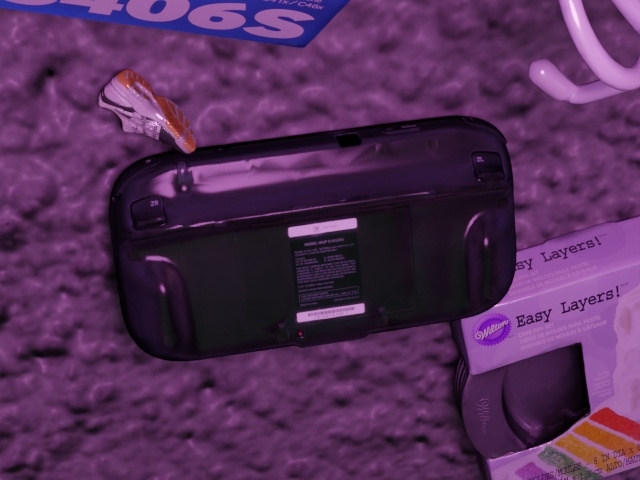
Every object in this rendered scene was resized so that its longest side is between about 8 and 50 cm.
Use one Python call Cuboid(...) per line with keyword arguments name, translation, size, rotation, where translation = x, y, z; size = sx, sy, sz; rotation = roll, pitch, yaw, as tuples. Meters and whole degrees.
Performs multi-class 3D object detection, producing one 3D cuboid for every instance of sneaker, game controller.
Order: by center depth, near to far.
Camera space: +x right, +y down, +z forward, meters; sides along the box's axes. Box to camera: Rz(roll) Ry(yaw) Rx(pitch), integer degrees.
Cuboid(name="sneaker", translation=(-0.128, -0.090, 1.067), size=(0.037, 0.032, 0.083), rotation=(-33, 121, 24))
Cuboid(name="game controller", translation=(0.000, 0.000, 1.128), size=(0.319, 0.067, 0.166), rotation=(-8, 114, -10))

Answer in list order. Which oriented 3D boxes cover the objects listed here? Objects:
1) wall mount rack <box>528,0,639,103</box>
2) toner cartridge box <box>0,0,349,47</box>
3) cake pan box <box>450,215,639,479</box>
Cuboid(name="wall mount rack", translation=(0.122, -0.256, 0.888), size=(0.130, 0.350, 0.304), rotation=(-14, 139, 39))
Cuboid(name="toner cartridge box", translation=(-0.146, -0.200, 0.899), size=(0.348, 0.075, 0.165), rotation=(5, 165, -18))
Cuboid(name="cake pan box", translation=(0.245, 0.102, 1.280), size=(0.267, 0.070, 0.246), rotation=(-16, 125, -3))
